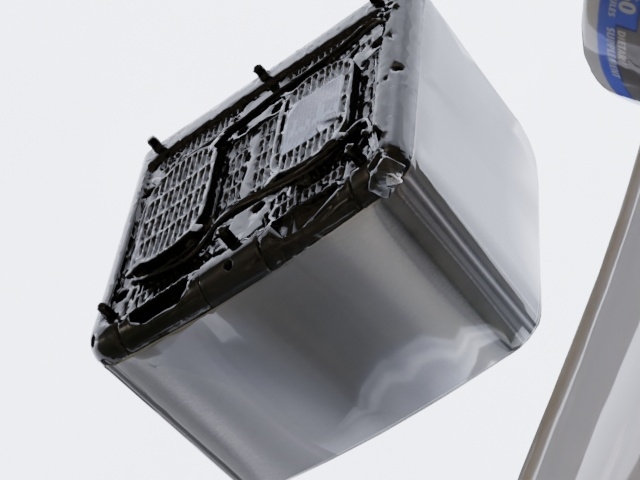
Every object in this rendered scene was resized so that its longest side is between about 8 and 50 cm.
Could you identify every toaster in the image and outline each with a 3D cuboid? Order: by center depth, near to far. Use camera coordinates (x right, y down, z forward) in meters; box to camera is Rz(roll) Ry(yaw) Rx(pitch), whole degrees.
[{"bbox_3d":[0.000,0.000,0.784,0.168,0.110,0.185,-33,-155,23],"label":"toaster"}]

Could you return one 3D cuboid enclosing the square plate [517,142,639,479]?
[{"bbox_3d":[0.251,0.075,0.692,0.344,0.049,0.347,27,-128,-3],"label":"square plate"}]

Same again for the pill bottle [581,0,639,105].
[{"bbox_3d":[0.154,-0.061,0.554,0.137,0.078,0.078,26,-94,40],"label":"pill bottle"}]
